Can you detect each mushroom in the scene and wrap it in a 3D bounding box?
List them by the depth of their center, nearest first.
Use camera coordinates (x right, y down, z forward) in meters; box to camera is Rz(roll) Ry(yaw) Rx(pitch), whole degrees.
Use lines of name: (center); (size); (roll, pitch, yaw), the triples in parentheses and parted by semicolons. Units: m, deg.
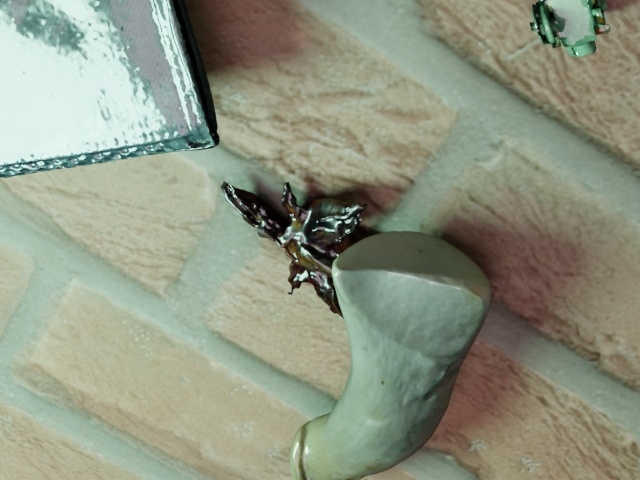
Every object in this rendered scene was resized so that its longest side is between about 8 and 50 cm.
mushroom: (0.069, 0.162, 1.405); (0.177, 0.126, 0.397); (4, 131, -8)

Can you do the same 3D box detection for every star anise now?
star anise: (0.001, -0.002, 1.360); (0.157, 0.053, 0.212); (-18, 116, 27)

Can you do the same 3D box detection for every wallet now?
wallet: (-0.281, -0.186, 1.232); (0.342, 0.075, 0.237); (-7, 117, 20)

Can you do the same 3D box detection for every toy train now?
toy train: (0.213, -0.256, 1.112); (0.074, 0.118, 0.176); (-16, 114, 16)
